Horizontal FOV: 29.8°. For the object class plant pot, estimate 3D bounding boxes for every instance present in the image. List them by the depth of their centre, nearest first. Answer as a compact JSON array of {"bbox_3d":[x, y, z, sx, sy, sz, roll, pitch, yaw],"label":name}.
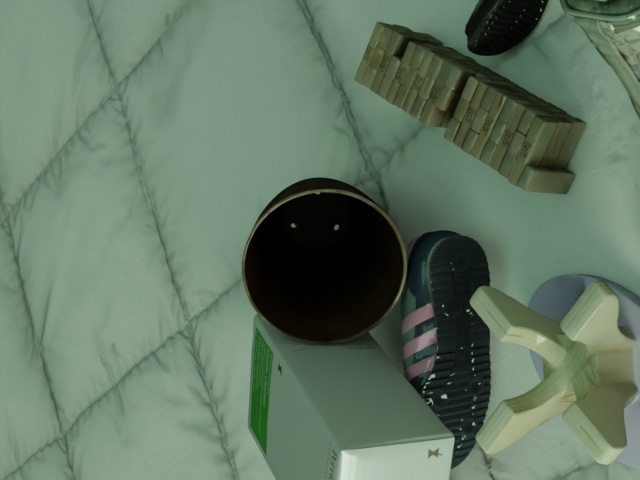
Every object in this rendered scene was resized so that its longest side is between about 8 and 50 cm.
[{"bbox_3d":[0.000,0.000,1.664,0.230,0.215,0.215,-99,25,-71],"label":"plant pot"}]

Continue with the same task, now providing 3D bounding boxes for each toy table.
[{"bbox_3d":[0.301,0.149,1.387,0.274,0.161,0.252,40,118,41],"label":"toy table"}]

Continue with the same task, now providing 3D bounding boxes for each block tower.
[{"bbox_3d":[0.192,-0.178,1.557,0.335,0.091,0.097,41,119,39],"label":"block tower"}]

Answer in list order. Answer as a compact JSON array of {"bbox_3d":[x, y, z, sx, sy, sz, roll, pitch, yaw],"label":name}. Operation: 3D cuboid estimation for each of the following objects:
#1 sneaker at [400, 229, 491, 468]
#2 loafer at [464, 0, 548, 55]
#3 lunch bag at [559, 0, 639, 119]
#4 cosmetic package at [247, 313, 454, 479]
[{"bbox_3d":[0.157,0.142,1.602,0.131,0.112,0.319,-156,70,-68],"label":"sneaker"},{"bbox_3d":[0.250,-0.333,1.517,0.220,0.080,0.078,-57,42,23],"label":"loafer"},{"bbox_3d":[0.373,-0.235,1.174,0.213,0.305,0.256,27,80,44],"label":"lunch bag"},{"bbox_3d":[0.028,0.251,1.579,0.365,0.155,0.197,-131,42,-62],"label":"cosmetic package"}]
